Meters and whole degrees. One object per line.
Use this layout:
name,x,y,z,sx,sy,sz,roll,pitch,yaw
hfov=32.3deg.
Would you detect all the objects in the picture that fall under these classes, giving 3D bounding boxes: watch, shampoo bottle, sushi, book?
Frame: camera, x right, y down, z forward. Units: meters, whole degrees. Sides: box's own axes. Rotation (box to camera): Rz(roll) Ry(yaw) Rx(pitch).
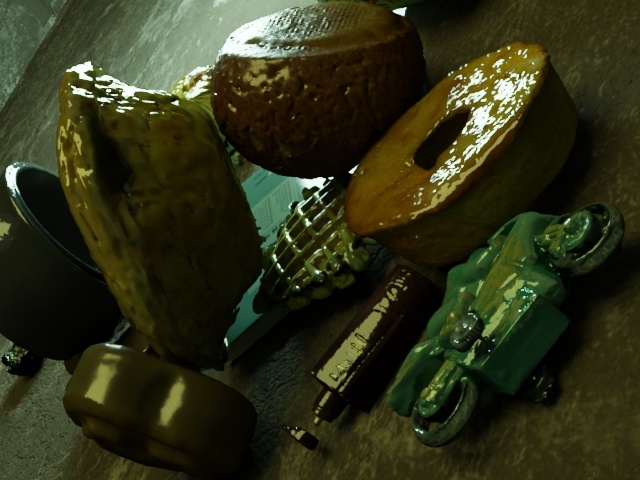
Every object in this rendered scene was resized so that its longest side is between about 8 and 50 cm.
watch,-0.382,0.052,1.635,0.314,0.327,0.335,-45,28,13
shampoo bottle,0.045,0.135,1.270,0.236,0.067,0.068,-55,37,-6
sushi,-0.559,0.217,2.095,0.084,0.056,0.083,-52,35,-4
book,-0.067,-0.013,1.652,0.264,0.031,0.379,-40,30,20

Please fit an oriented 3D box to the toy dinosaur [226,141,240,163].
toy dinosaur,-0.131,-0.184,1.951,0.106,0.044,0.187,-50,12,-26

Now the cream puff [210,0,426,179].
cream puff,-0.005,-0.196,1.488,0.303,0.212,0.303,-4,28,2

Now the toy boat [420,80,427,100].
toy boat,0.082,-0.237,1.650,0.134,0.079,0.207,-45,30,19

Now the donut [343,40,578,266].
donut,0.168,-0.091,1.280,0.303,0.110,0.303,-40,20,18

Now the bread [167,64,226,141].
bread,-0.248,-0.212,2.023,0.250,0.133,0.179,-30,18,46

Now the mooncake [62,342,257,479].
mooncake,-0.202,0.223,1.381,0.235,0.235,0.117,-12,52,51

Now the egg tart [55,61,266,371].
egg tart,-0.187,-0.042,1.437,0.178,0.443,0.443,-24,32,3

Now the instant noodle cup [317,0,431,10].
instant noodle cup,0.129,-0.487,1.664,0.222,0.311,0.311,10,65,48

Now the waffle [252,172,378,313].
waffle,0.000,0.000,1.456,0.214,0.054,0.207,-16,42,44

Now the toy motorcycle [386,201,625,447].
toy motorcycle,0.174,0.069,1.118,0.296,0.109,0.198,-52,20,0
